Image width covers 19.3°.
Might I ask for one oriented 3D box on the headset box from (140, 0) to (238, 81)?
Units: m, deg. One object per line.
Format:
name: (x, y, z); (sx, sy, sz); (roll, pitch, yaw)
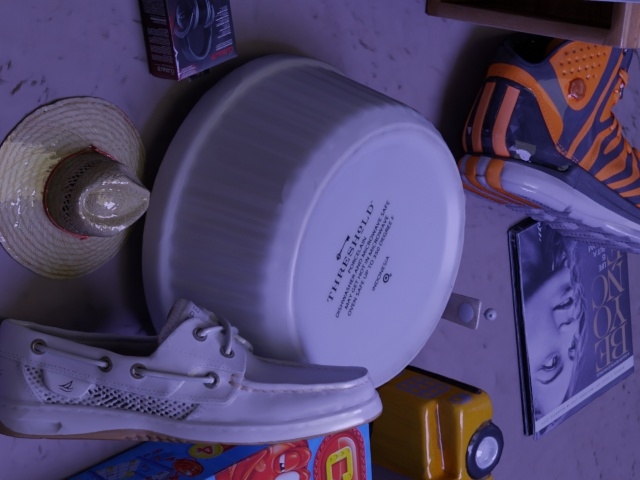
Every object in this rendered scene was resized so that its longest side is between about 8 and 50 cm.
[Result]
headset box: (-0.097, -0.159, 1.379); (0.062, 0.032, 0.083); (-27, 119, -39)

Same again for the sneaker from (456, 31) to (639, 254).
sneaker: (0.260, -0.093, 1.701); (0.321, 0.125, 0.180); (22, 81, -46)

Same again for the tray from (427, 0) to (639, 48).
tray: (0.205, -0.372, 1.510); (0.076, 0.203, 0.411); (-7, 107, -46)

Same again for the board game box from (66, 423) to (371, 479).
board game box: (-0.087, 0.300, 1.491); (0.302, 0.086, 0.308); (-23, 118, -40)

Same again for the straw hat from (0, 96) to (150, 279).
straw hat: (-0.158, -0.031, 1.331); (0.144, 0.061, 0.144); (-16, 112, -43)

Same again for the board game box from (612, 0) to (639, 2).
board game box: (0.186, -0.377, 1.391); (0.050, 0.390, 0.390); (-66, 160, -78)

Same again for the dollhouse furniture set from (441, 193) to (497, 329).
dollhouse furniture set: (0.111, 0.020, 1.620); (0.091, 0.081, 0.114); (-2, 103, -47)

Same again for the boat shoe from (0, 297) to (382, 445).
boat shoe: (-0.094, 0.089, 1.320); (0.277, 0.098, 0.096); (0, 95, -3)

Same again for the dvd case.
dvd case: (0.247, 0.063, 1.826); (0.164, 0.018, 0.221); (-28, 121, -39)

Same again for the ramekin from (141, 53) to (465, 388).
ramekin: (0.000, 0.000, 1.448); (0.273, 0.127, 0.273); (-24, 122, -45)

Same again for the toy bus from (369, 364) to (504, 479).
toy bus: (0.078, 0.285, 1.648); (0.130, 0.108, 0.332); (-19, 116, -41)
